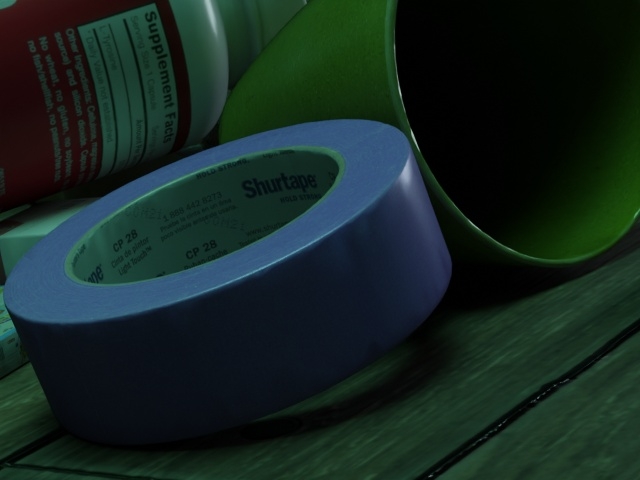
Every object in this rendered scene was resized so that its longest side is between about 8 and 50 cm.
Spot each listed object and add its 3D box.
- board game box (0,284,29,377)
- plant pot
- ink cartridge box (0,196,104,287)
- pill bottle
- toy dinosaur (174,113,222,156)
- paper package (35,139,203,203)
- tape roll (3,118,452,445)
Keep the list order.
[{"bbox_3d":[-0.240,0.066,1.425,0.103,0.026,0.154,-3,15,27],"label":"board game box"},{"bbox_3d":[0.060,-0.097,1.463,0.275,0.275,0.293,-21,6,-40],"label":"plant pot"},{"bbox_3d":[-0.167,0.008,1.526,0.198,0.067,0.115,-4,15,30],"label":"ink cartridge box"},{"bbox_3d":[-0.226,-0.157,1.614,0.407,0.229,0.229,-21,17,-21],"label":"pill bottle"},{"bbox_3d":[0.017,-0.077,1.717,0.313,0.121,0.160,10,35,43],"label":"toy dinosaur"},{"bbox_3d":[-0.239,-0.202,1.900,0.168,0.325,0.309,-15,16,-19],"label":"paper package"},{"bbox_3d":[-0.059,0.021,1.236,0.274,0.090,0.275,-18,21,7],"label":"tape roll"}]
